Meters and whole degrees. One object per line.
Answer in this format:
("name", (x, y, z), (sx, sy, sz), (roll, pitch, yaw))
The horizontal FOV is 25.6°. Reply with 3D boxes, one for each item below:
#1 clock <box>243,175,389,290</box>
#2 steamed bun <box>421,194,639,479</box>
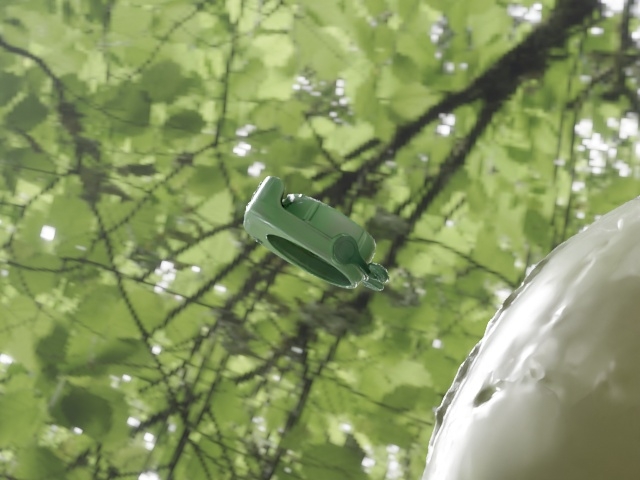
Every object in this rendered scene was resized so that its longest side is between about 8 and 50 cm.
("clock", (0.000, 0.001, 1.668), (0.188, 0.148, 0.060), (31, -103, 0))
("steamed bun", (0.228, 0.151, 0.615), (0.374, 0.241, 0.374), (-7, -76, -29))
